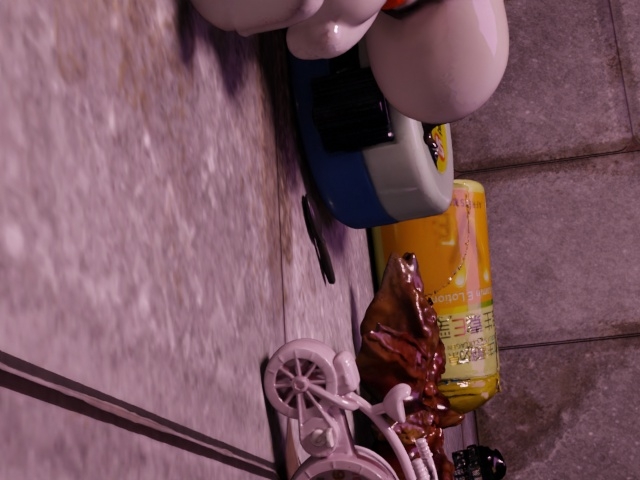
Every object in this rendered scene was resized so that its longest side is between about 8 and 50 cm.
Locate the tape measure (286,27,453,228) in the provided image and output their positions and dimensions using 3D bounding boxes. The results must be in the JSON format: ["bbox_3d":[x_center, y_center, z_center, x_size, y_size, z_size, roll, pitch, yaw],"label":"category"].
[{"bbox_3d":[0.061,-0.113,0.840,0.351,0.097,0.215,19,63,-70],"label":"tape measure"}]

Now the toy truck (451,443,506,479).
[{"bbox_3d":[0.190,0.371,1.185,0.127,0.127,0.257,-93,170,-57],"label":"toy truck"}]

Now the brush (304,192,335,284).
[{"bbox_3d":[0.000,0.000,0.724,0.024,0.008,0.083,-89,167,-52],"label":"brush"}]

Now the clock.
[{"bbox_3d":[0.015,0.113,0.541,0.041,0.087,0.129,-36,110,-78],"label":"clock"}]

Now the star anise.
[{"bbox_3d":[0.076,0.149,0.827,0.288,0.088,0.288,-8,90,-77],"label":"star anise"}]

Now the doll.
[{"bbox_3d":[0.046,-0.178,0.558,0.271,0.143,0.208,19,76,-55],"label":"doll"}]

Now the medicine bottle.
[{"bbox_3d":[0.119,0.060,1.017,0.124,0.124,0.239,-1,83,-79],"label":"medicine bottle"}]
